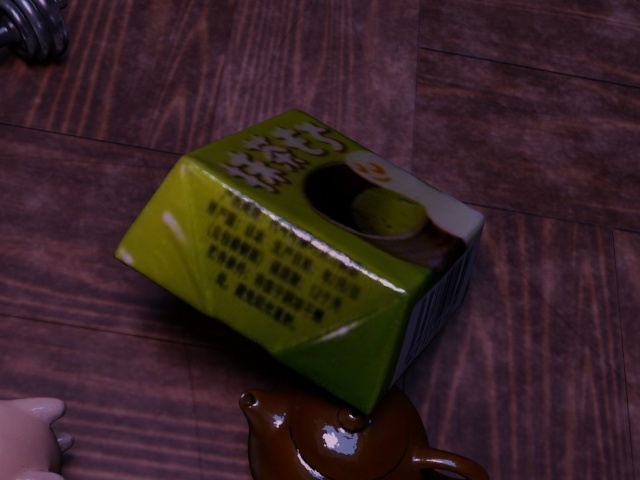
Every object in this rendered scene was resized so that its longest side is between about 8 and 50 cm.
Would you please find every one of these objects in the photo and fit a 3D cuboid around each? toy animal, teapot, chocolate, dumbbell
[{"bbox_3d":[-0.282,0.252,0.905,0.154,0.166,0.250,-9,51,-6],"label":"toy animal"},{"bbox_3d":[0.041,0.198,1.023,0.252,0.135,0.178,16,58,1],"label":"teapot"},{"bbox_3d":[0.000,0.000,1.081,0.288,0.137,0.301,31,25,12],"label":"chocolate"},{"bbox_3d":[-0.402,-0.220,1.250,0.254,0.110,0.110,-38,70,-23],"label":"dumbbell"}]
